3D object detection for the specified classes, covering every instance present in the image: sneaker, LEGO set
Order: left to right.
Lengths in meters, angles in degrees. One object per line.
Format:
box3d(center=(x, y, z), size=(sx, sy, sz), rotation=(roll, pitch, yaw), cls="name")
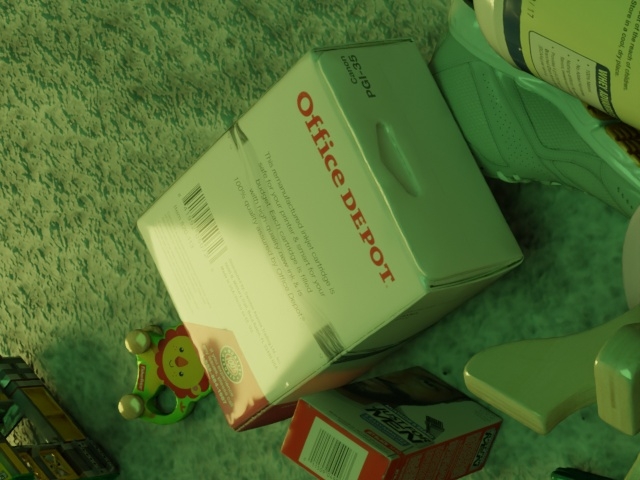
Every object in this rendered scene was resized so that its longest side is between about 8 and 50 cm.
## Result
box3d(center=(-0.369, 0.240, 1.482), size=(0.192, 0.255, 0.331), rotation=(46, 114, 20), cls="LEGO set")
box3d(center=(0.176, -0.075, 1.197), size=(0.262, 0.099, 0.121), rotation=(48, 124, 30), cls="sneaker")

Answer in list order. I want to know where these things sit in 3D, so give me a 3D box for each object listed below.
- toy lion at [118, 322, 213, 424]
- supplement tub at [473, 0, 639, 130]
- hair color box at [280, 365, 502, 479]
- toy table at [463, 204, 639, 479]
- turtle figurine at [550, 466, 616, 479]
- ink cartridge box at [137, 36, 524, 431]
box3d(center=(-0.133, 0.122, 1.447), size=(0.096, 0.034, 0.100), rotation=(12, 100, 25), cls="toy lion")
box3d(center=(0.288, -0.161, 1.020), size=(0.325, 0.235, 0.235), rotation=(32, 110, 27), cls="supplement tub")
box3d(center=(0.058, 0.152, 1.236), size=(0.093, 0.167, 0.053), rotation=(31, 110, 29), cls="hair color box")
box3d(center=(0.238, 0.092, 1.031), size=(0.252, 0.161, 0.274), rotation=(23, 150, 41), cls="toy table")
box3d(center=(0.184, 0.300, 1.197), size=(0.175, 0.118, 0.234), rotation=(-145, 65, -69), cls="turtle figurine")
box3d(center=(0.000, 0.000, 1.256), size=(0.283, 0.117, 0.207), rotation=(-39, 71, 45), cls="ink cartridge box")
